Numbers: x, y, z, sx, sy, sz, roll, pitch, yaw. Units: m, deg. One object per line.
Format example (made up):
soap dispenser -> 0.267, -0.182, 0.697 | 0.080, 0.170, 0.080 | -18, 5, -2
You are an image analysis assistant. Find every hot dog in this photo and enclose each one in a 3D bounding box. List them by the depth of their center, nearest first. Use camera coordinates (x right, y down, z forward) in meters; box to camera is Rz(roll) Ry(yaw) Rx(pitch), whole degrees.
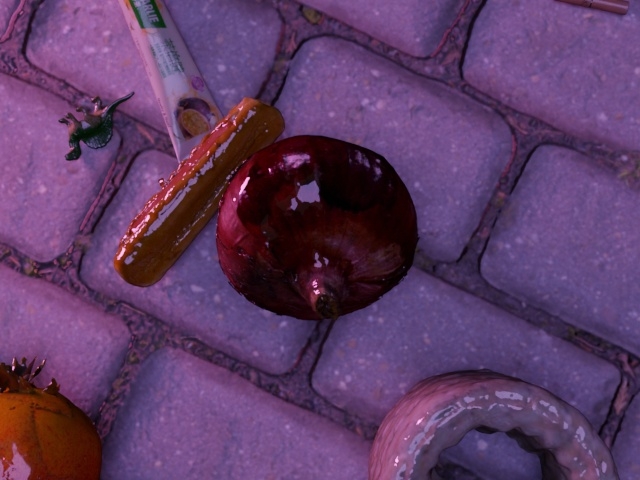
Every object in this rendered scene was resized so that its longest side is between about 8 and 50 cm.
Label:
hot dog -> -0.153, -0.062, 1.355 | 0.286, 0.061, 0.088 | -46, 129, -2

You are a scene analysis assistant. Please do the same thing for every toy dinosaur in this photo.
toy dinosaur -> -0.285, -0.151, 1.391 | 0.120, 0.029, 0.060 | -32, 103, -5

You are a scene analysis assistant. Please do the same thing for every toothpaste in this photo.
toothpaste -> -0.204, -0.247, 1.377 | 0.058, 0.056, 0.314 | -22, 93, 37

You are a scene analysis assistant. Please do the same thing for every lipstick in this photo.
lipstick -> 0.344, -0.304, 1.376 | 0.094, 0.019, 0.019 | 12, 89, 2

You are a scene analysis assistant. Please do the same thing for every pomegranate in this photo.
pomegranate -> -0.365, 0.258, 1.287 | 0.210, 0.210, 0.235 | -6, 88, 2

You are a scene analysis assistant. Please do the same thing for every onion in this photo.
onion -> 0.000, 0.000, 1.265 | 0.252, 0.252, 0.219 | -17, 45, 1

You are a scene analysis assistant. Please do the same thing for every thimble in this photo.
thimble -> 0.193, 0.299, 1.276 | 0.292, 0.195, 0.291 | 0, 87, 1
